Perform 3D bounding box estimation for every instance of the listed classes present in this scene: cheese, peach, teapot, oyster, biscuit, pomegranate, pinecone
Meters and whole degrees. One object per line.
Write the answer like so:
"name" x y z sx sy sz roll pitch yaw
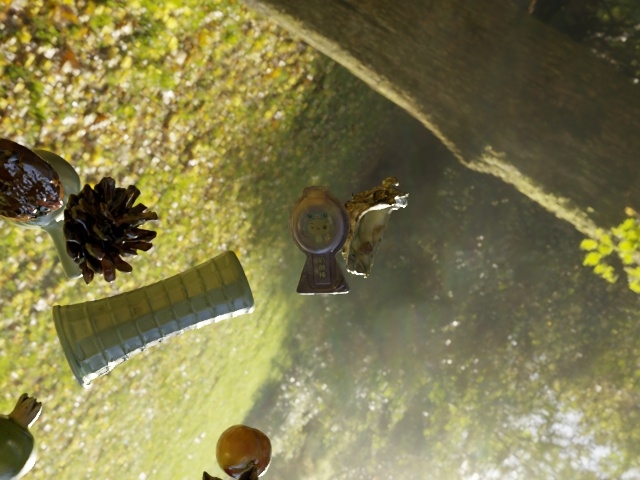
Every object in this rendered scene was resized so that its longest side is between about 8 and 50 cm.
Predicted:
"cheese" 0.000 0.000 1.261 0.042 0.105 0.190 -59 145 -73
"peach" -0.189 0.507 1.785 0.138 0.138 0.138 -53 169 -15
"teapot" -0.657 -0.076 1.824 0.220 0.318 0.149 -43 -150 12
"oyster" 0.096 -0.027 1.540 0.396 0.111 0.204 -35 148 -75
"biscuit" -0.486 -0.090 1.127 0.192 0.192 0.049 106 -3 -59
"pomegranate" -0.742 0.471 1.739 0.210 0.179 0.179 -52 170 9
"pinecone" -0.446 -0.023 1.569 0.201 0.202 0.229 -32 163 1

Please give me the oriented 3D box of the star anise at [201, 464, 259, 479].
"star anise" -0.127 0.462 1.235 0.197 0.212 0.073 -11 129 -33

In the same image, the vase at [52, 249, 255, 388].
"vase" -0.262 0.118 1.204 0.299 0.143 0.143 -20 160 -12
